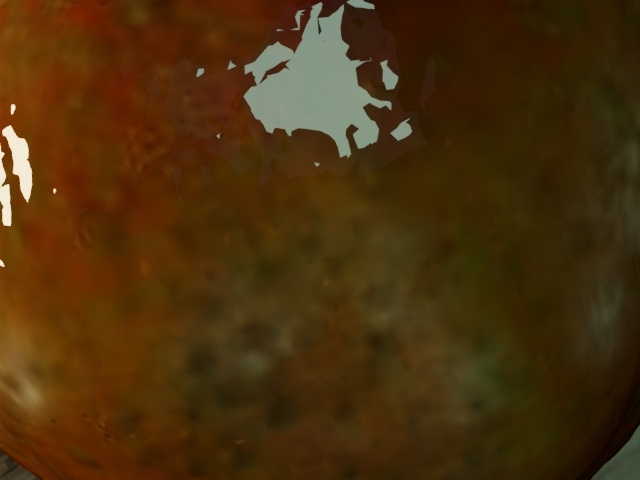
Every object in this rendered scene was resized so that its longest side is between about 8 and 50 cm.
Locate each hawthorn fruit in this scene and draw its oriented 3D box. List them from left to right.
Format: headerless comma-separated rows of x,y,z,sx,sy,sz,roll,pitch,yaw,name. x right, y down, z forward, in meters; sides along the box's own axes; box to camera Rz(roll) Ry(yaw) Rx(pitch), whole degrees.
0.000,0.000,0.905,0.403,0.403,0.403,3,70,-8,hawthorn fruit
